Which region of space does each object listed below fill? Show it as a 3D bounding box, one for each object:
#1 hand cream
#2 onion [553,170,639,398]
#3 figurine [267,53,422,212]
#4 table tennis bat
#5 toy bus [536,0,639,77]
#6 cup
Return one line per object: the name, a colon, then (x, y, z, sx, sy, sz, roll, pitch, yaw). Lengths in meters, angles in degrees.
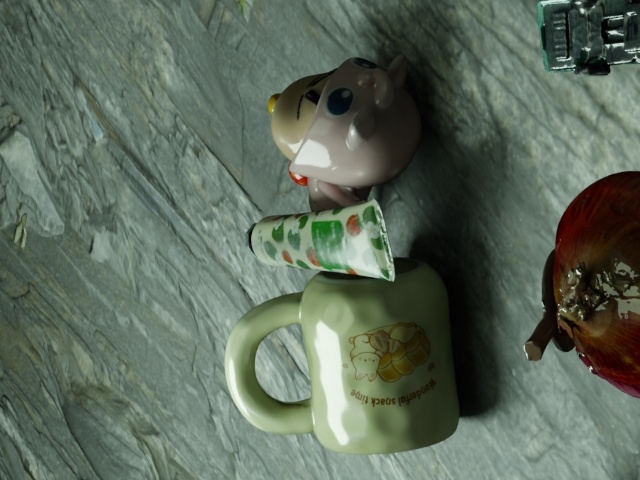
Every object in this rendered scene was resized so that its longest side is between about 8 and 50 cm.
hand cream: (0.000, 0.000, 2.204, 0.276, 0.059, 0.095, -1, 104, 57)
onion: (0.298, 0.053, 1.878, 0.230, 0.163, 0.230, 33, 135, 42)
figurine: (0.011, -0.102, 2.250, 0.186, 0.176, 0.287, 23, 150, 2)
table tennis bat: (0.199, 0.079, 1.998, 0.119, 0.170, 0.107, -6, 112, 27)
toy bus: (0.320, -0.204, 1.807, 0.261, 0.109, 0.091, 4, 102, 54)
cup: (0.032, 0.132, 2.248, 0.255, 0.173, 0.202, -2, 101, 27)
